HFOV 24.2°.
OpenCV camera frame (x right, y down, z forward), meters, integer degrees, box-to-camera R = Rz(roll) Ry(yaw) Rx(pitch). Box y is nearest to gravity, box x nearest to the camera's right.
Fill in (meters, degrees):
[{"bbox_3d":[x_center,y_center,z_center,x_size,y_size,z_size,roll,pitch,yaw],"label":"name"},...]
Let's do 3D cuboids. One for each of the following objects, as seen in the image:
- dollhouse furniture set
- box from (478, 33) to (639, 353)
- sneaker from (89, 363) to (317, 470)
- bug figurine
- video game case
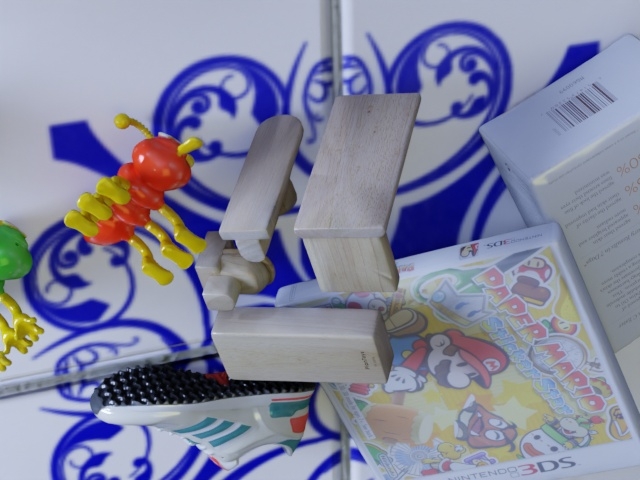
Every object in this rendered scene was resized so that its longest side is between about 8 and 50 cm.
[{"bbox_3d":[0.000,0.000,0.996,0.144,0.123,0.151,0,137,18],"label":"dollhouse furniture set"},{"bbox_3d":[0.211,-0.032,1.046,0.130,0.091,0.170,-31,124,-1],"label":"box"},{"bbox_3d":[-0.082,0.130,1.051,0.161,0.057,0.075,-2,113,-22],"label":"sneaker"},{"bbox_3d":[-0.212,-0.043,0.897,0.216,0.072,0.279,-42,128,13],"label":"bug figurine"},{"bbox_3d":[0.106,0.098,1.067,0.206,0.026,0.227,-14,126,21],"label":"video game case"}]
